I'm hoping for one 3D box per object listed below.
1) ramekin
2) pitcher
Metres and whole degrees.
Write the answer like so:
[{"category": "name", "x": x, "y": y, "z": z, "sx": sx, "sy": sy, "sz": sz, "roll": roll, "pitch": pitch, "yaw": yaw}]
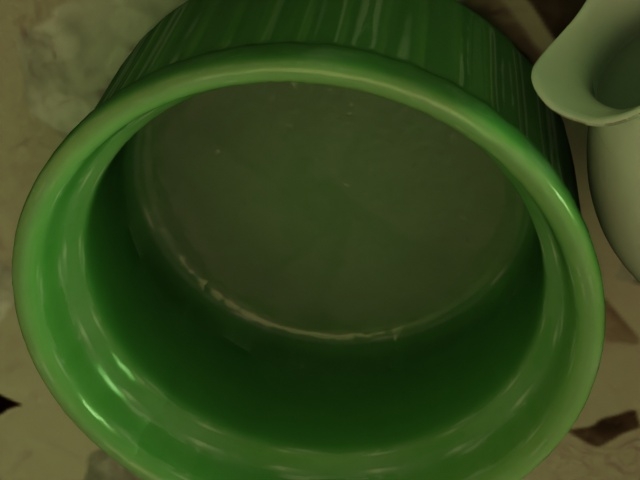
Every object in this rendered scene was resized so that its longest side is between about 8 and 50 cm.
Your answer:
[{"category": "ramekin", "x": 0.000, "y": 0.000, "z": 0.914, "sx": 0.303, "sy": 0.148, "sz": 0.303, "roll": 4, "pitch": 126, "yaw": 6}, {"category": "pitcher", "x": 0.200, "y": -0.070, "z": 0.853, "sx": 0.125, "sy": 0.178, "sz": 0.207, "roll": 15, "pitch": 155, "yaw": 39}]
